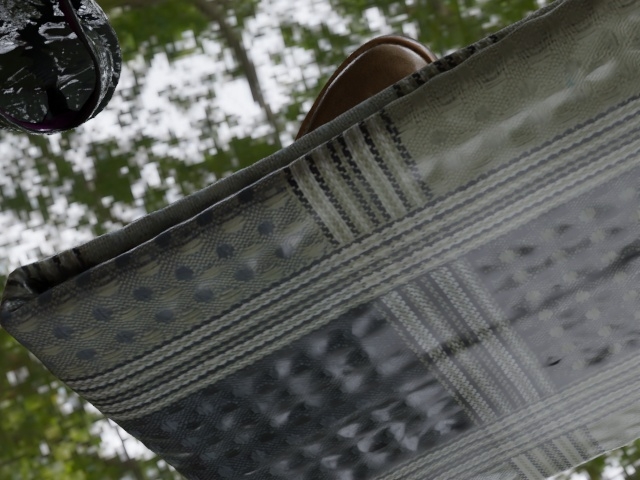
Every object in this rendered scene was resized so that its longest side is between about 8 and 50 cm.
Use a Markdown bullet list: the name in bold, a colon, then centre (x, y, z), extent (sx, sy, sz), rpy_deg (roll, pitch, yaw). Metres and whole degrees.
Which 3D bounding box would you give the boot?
- **boot**: centre (0.000, 0.000, 1.019), extent (0.112, 0.115, 0.305), rpy_deg (28, -76, 10)

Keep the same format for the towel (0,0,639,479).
- **towel**: centre (0.075, 0.021, 0.619), extent (0.312, 0.324, 0.056), rpy_deg (51, 16, -51)

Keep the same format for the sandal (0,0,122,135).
- **sandal**: centre (-0.253, -0.168, 1.209), extent (0.446, 0.168, 0.107), rpy_deg (93, -22, -71)
